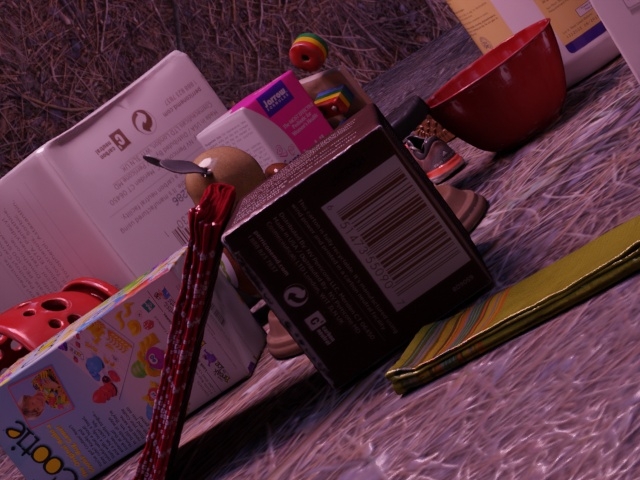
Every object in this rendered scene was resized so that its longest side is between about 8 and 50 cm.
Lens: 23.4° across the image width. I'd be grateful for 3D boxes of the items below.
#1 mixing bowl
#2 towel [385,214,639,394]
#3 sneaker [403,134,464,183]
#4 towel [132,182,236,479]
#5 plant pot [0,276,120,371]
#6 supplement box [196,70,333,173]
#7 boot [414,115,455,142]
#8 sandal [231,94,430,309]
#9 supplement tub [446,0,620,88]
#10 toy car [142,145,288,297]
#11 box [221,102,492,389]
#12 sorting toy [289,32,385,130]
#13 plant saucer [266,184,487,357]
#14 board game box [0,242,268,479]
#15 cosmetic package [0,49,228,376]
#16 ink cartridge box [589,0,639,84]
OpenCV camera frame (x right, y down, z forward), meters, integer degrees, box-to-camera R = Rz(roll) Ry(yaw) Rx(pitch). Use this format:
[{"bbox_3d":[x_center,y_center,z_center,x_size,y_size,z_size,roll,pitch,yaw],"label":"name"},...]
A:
[{"bbox_3d":[0.217,-0.166,1.795,0.181,0.098,0.181,-35,7,5],"label":"mixing bowl"},{"bbox_3d":[0.155,0.039,1.145,0.237,0.021,0.102,-31,10,31],"label":"towel"},{"bbox_3d":[0.130,-0.108,1.949,0.061,0.065,0.158,-39,8,-18],"label":"sneaker"},{"bbox_3d":[-0.123,0.088,1.408,0.199,0.031,0.275,-81,4,-80],"label":"towel"},{"bbox_3d":[-0.308,0.148,1.900,0.174,0.191,0.191,-36,6,-39],"label":"plant pot"},{"bbox_3d":[-0.037,-0.088,1.982,0.114,0.220,0.111,-27,13,50],"label":"supplement box"},{"bbox_3d":[0.196,-0.183,2.159,0.158,0.059,0.084,-15,18,48],"label":"boot"},{"bbox_3d":[0.000,0.000,1.830,0.446,0.107,0.167,-46,3,28],"label":"sandal"},{"bbox_3d":[0.258,-0.368,1.945,0.241,0.331,0.241,-35,8,6],"label":"supplement tub"},{"bbox_3d":[-0.101,-0.038,1.641,0.149,0.188,0.155,-64,22,-4],"label":"toy car"},{"bbox_3d":[0.031,-0.001,1.366,0.167,0.168,0.203,-36,7,6],"label":"box"},{"bbox_3d":[0.017,-0.146,2.035,0.132,0.274,0.046,-15,38,40],"label":"sorting toy"},{"bbox_3d":[0.051,0.025,1.616,0.278,0.041,0.278,-35,8,6],"label":"plant saucer"},{"bbox_3d":[-0.215,0.142,1.685,0.275,0.144,0.142,-34,8,13],"label":"board game box"},{"bbox_3d":[-0.297,0.007,2.162,0.393,0.327,0.329,-30,10,43],"label":"cosmetic package"},{"bbox_3d":[0.338,-0.331,1.578,0.117,0.283,0.207,-24,14,43],"label":"ink cartridge box"}]
